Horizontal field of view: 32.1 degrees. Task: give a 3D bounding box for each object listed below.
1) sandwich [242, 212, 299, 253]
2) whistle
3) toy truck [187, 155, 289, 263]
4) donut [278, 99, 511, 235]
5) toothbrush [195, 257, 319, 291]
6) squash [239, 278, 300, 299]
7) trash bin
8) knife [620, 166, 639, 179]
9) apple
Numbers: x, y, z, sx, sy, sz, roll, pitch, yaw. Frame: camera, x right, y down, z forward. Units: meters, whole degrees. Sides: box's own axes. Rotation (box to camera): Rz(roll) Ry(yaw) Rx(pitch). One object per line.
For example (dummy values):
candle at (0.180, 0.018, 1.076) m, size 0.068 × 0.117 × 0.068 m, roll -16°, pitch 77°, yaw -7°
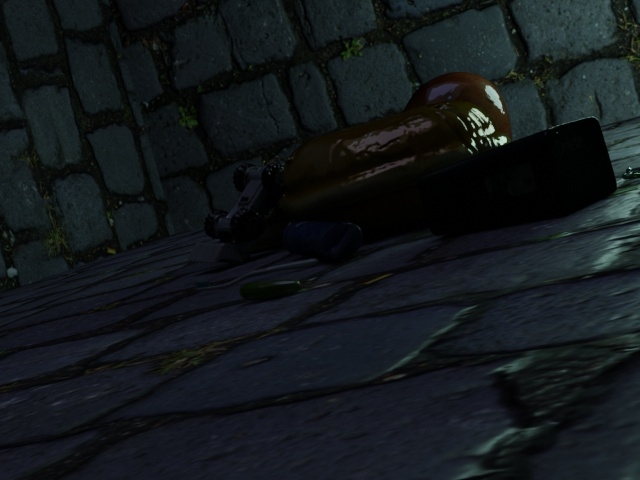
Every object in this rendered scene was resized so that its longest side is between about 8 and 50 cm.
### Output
sandwich at (-0.118, -0.017, 2.268) m, size 0.113 × 0.079 × 0.163 m, roll -18°, pitch 7°, yaw -25°
whistle at (0.000, 0.000, 1.772) m, size 0.062 × 0.062 × 0.304 m, roll -17°, pitch 5°, yaw -14°
toy truck at (-0.136, -0.049, 2.167) m, size 0.136 × 0.111 × 0.286 m, roll 2°, pitch 53°, yaw 53°
donut at (0.125, -0.123, 1.994) m, size 0.448 × 0.198 × 0.449 m, roll -17°, pitch 4°, yaw 1°
toothbrush at (-0.099, 0.054, 1.720) m, size 0.204 × 0.022 × 0.017 m, roll -11°, pitch 8°, yaw 12°
squash at (-0.067, 0.064, 1.444) m, size 0.089 × 0.027 × 0.027 m, roll -9°, pitch 7°, yaw 29°
trash bin at (0.274, -0.086, 1.578) m, size 0.225 × 0.115 × 0.165 m, roll -14°, pitch 4°, yaw 41°
knife at (0.522, -0.114, 1.618) m, size 0.166 × 0.023 × 0.078 m, roll -15°, pitch 11°, yaw 23°
apple at (0.267, -0.218, 2.286) m, size 0.253 × 0.254 × 0.253 m, roll -15°, pitch 5°, yaw 1°
